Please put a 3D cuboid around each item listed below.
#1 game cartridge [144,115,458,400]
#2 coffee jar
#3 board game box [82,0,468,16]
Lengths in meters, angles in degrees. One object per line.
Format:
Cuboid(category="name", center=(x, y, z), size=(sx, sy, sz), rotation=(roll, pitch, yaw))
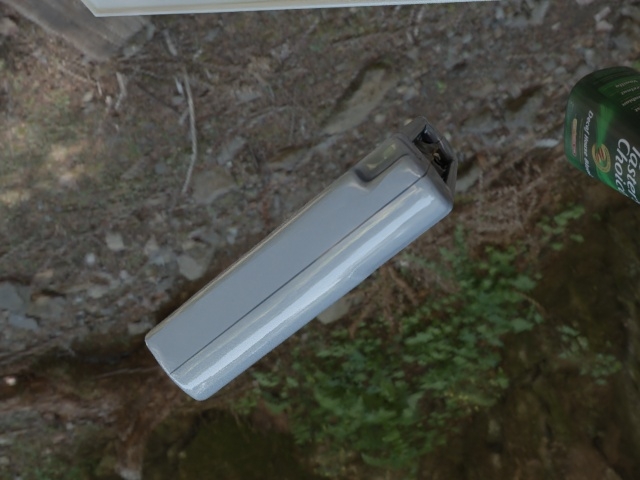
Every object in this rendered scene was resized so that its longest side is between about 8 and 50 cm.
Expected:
Cuboid(category="game cartridge", center=(0.000, 0.000, 0.547), size=(0.198, 0.062, 0.297), rotation=(-42, -179, 15))
Cuboid(category="coffee jar", center=(0.278, -0.069, 0.665), size=(0.079, 0.184, 0.096), rotation=(-15, 122, -12))
Cuboid(category="board game box", center=(-0.052, -0.302, 0.357), size=(0.050, 0.390, 0.390), rotation=(-34, 122, -35))
